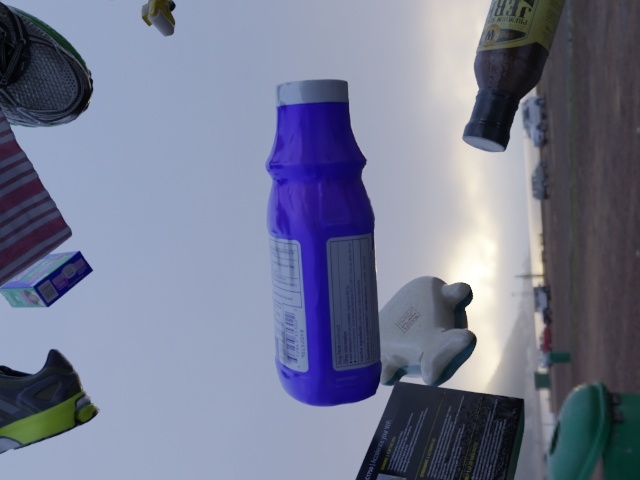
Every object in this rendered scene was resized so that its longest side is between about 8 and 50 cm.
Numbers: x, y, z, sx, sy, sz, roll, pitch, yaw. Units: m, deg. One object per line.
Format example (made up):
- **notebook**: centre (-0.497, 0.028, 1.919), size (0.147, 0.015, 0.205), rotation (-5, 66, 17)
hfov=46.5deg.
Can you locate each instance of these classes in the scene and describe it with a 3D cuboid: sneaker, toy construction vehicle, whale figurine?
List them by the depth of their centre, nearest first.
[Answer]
- **toy construction vehicle**: centre (-0.151, -0.221, 0.618), size (0.086, 0.035, 0.098), rotation (42, -141, -58)
- **sneaker**: centre (-0.420, -0.232, 0.829), size (0.134, 0.343, 0.146), rotation (-61, 18, 2)
- **sneaker**: centre (-0.471, 0.244, 1.048), size (0.111, 0.299, 0.121), rotation (129, 122, -81)
- **whale figurine**: centre (0.185, 0.166, 1.213), size (0.141, 0.216, 0.272), rotation (42, 179, -16)

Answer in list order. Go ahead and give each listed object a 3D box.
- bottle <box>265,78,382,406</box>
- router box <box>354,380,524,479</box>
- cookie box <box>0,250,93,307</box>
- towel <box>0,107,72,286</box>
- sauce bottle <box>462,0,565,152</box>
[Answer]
- **bottle**: centre (0.000, 0.000, 0.675), size (0.118, 0.092, 0.283), rotation (-163, 68, -72)
- **router box**: centre (0.111, 0.212, 0.694), size (0.179, 0.133, 0.046), rotation (-55, -38, -51)
- **cookie box**: centre (-0.402, 0.057, 1.089), size (0.092, 0.107, 0.040), rotation (-47, -61, -41)
- **towel**: centre (-0.372, -0.046, 0.818), size (0.144, 0.029, 0.197), rotation (-43, -56, -36)
- **sauce bottle**: centre (0.301, -0.306, 1.138), size (0.111, 0.111, 0.345), rotation (32, -106, -71)
